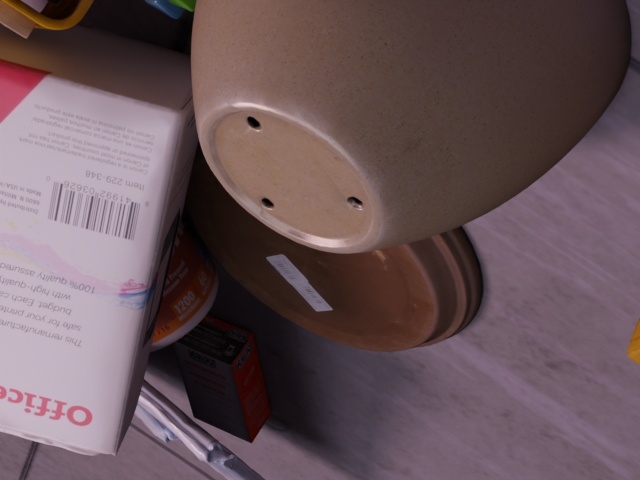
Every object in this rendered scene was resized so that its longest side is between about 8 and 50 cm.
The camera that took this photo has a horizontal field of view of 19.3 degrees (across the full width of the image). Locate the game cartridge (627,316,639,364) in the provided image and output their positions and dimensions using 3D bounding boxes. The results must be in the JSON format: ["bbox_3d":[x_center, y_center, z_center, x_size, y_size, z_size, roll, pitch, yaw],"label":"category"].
[{"bbox_3d":[0.400,0.109,1.203,0.323,0.053,0.285,29,156,-13],"label":"game cartridge"}]

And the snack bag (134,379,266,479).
[{"bbox_3d":[-0.179,0.139,1.755,0.342,0.037,0.323,37,172,21],"label":"snack bag"}]

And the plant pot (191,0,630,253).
[{"bbox_3d":[0.028,-0.104,1.194,0.284,0.191,0.284,25,149,17],"label":"plant pot"}]

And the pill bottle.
[{"bbox_3d":[-0.186,-0.013,1.613,0.121,0.121,0.216,5,140,41],"label":"pill bottle"}]

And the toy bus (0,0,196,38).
[{"bbox_3d":[-0.196,-0.195,1.315,0.191,0.104,0.202,28,176,25],"label":"toy bus"}]

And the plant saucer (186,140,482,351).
[{"bbox_3d":[0.000,0.000,1.529,0.278,0.041,0.278,25,150,16],"label":"plant saucer"}]

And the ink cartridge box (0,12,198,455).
[{"bbox_3d":[-0.226,-0.013,1.464,0.226,0.131,0.306,16,117,1],"label":"ink cartridge box"}]

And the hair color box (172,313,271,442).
[{"bbox_3d":[-0.094,0.131,1.811,0.072,0.043,0.141,22,149,21],"label":"hair color box"}]
